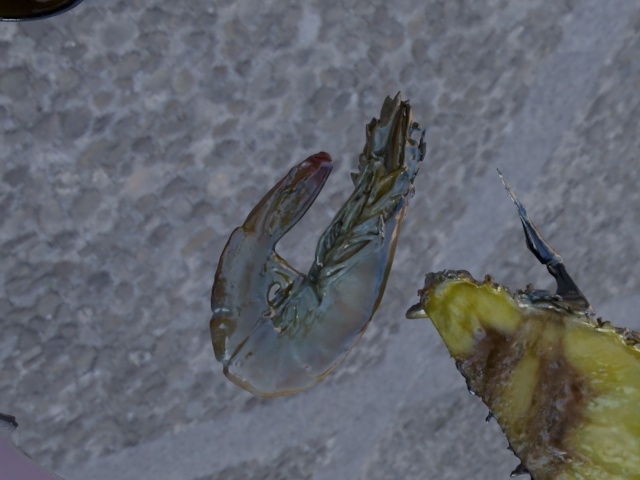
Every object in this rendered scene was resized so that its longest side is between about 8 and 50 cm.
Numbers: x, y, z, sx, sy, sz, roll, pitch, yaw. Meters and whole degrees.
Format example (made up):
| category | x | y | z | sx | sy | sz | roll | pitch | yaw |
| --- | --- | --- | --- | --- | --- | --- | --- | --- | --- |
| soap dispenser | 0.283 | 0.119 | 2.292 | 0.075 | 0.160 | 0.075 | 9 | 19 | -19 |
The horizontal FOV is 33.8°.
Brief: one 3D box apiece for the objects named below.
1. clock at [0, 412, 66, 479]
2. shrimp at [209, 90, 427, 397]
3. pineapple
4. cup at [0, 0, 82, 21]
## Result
| category | x | y | z | sx | sy | sz | roll | pitch | yaw |
| --- | --- | --- | --- | --- | --- | --- | --- | --- | --- |
| clock | -0.209 | 0.217 | 0.575 | 0.090 | 0.227 | 0.248 | -17 | 120 | -52 |
| shrimp | -0.001 | -0.001 | 0.728 | 0.133 | 0.053 | 0.236 | 26 | 93 | -28 |
| pineapple | 0.219 | 0.118 | 0.904 | 0.158 | 0.334 | 0.161 | -44 | 164 | 15 |
| cup | -0.155 | -0.207 | 0.536 | 0.150 | 0.138 | 0.113 | -15 | 154 | 35 |
